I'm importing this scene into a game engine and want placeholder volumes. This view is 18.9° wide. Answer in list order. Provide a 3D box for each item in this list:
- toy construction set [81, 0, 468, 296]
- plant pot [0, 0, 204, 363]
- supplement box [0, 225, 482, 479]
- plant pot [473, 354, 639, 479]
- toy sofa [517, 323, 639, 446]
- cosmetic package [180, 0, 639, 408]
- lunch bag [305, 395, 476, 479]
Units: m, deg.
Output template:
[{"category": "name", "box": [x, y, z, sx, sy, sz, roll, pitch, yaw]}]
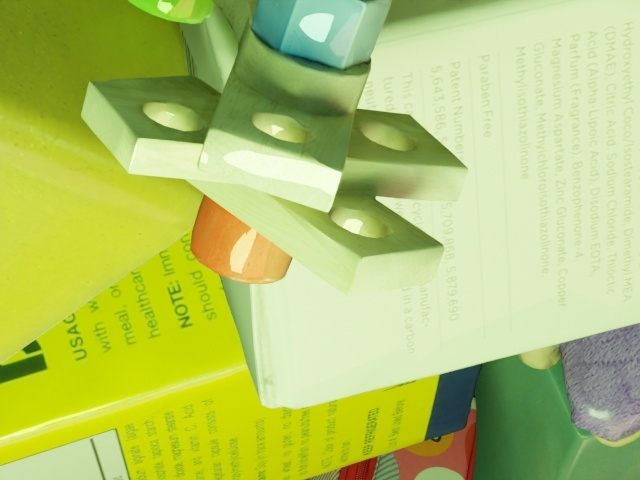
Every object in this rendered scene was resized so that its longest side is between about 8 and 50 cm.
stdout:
[{"category": "toy construction set", "box": [0.018, -0.154, 0.515, 0.327, 0.215, 0.151, -66, 163, 9]}, {"category": "plant pot", "box": [-0.187, -0.072, 0.620, 0.212, 0.212, 0.187, -33, 142, 31]}, {"category": "supplement box", "box": [-0.120, 0.026, 0.896, 0.356, 0.195, 0.194, -17, 158, -9]}, {"category": "plant pot", "box": [0.206, 0.153, 1.533, 0.165, 0.165, 0.234, -13, 149, -16]}, {"category": "toy sofa", "box": [0.260, -0.047, 1.038, 0.362, 0.177, 0.150, -24, 156, 0]}, {"category": "cosmetic package", "box": [0.135, -0.097, 0.728, 0.385, 0.217, 0.156, -11, 128, -8]}, {"category": "lunch bag", "box": [0.012, 0.218, 1.432, 0.120, 0.258, 0.293, 26, 135, -10]}]
